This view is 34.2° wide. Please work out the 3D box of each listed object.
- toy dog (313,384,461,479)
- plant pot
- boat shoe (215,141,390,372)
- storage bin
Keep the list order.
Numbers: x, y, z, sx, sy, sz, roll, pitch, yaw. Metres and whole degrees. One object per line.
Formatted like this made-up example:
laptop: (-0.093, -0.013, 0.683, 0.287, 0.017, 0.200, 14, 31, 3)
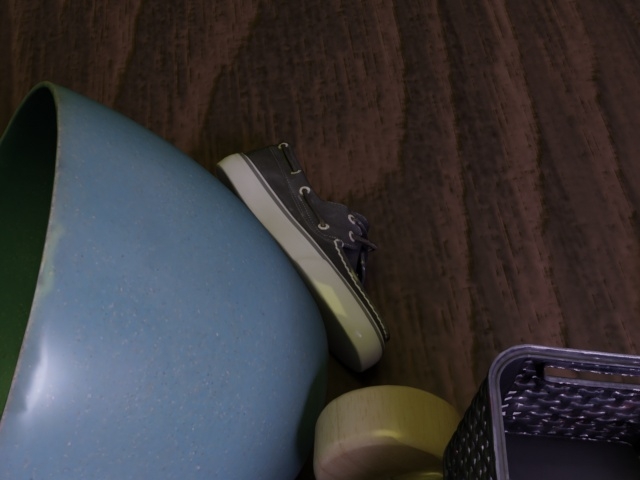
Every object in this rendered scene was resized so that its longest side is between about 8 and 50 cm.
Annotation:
toy dog: (0.137, 0.199, 0.556, 0.334, 0.161, 0.220, 23, 52, 7)
plant pot: (-0.112, 0.075, 0.618, 0.195, 0.290, 0.290, 16, 43, -26)
boat shoe: (0.000, 0.000, 0.769, 0.076, 0.080, 0.228, -27, 44, -12)
storage bin: (0.124, 0.145, 0.439, 0.122, 0.084, 0.180, 6, 51, -6)
